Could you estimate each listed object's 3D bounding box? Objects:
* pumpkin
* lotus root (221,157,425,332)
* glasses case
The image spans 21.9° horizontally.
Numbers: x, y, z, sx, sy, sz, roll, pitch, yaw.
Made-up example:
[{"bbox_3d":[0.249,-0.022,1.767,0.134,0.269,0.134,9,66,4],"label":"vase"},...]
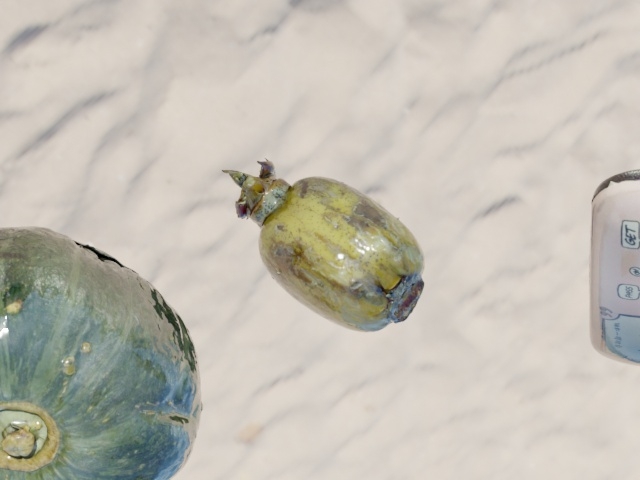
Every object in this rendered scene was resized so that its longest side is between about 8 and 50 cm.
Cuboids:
[{"bbox_3d":[-0.279,0.138,1.638,0.291,0.257,0.327,-32,118,24],"label":"pumpkin"},{"bbox_3d":[0.000,0.000,1.987,0.154,0.278,0.154,-53,168,-16],"label":"lotus root"},{"bbox_3d":[0.333,0.034,1.673,0.314,0.122,0.075,79,20,-54],"label":"glasses case"}]
